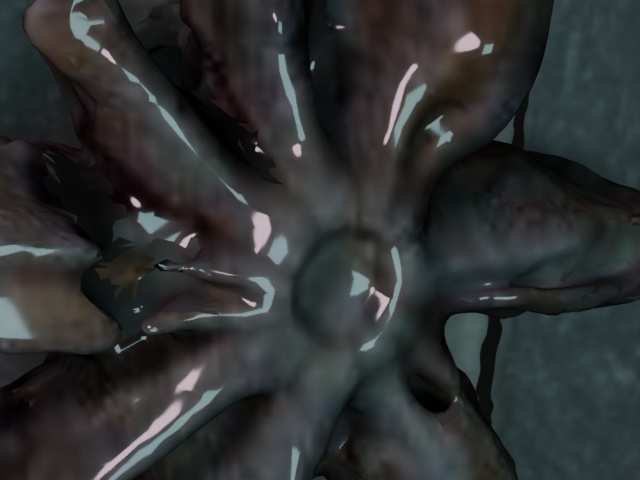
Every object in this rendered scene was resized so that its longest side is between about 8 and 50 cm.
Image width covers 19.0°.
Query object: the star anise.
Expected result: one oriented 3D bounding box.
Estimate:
[{"bbox_3d":[0.000,0.000,0.613,0.359,0.139,0.316,6,107,-26],"label":"star anise"}]
